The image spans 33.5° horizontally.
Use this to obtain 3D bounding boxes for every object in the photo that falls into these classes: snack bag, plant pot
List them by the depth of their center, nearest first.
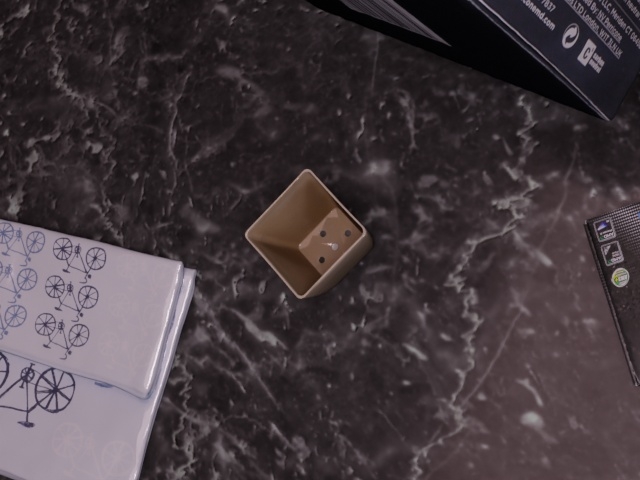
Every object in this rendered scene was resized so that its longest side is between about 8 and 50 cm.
[{"bbox_3d":[0.000,0.000,1.235,0.109,0.096,0.109,-46,66,9],"label":"plant pot"},{"bbox_3d":[-0.342,0.163,1.384,0.323,0.037,0.342,13,86,24],"label":"snack bag"}]

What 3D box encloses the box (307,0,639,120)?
[{"bbox_3d":[0.167,-0.445,1.077,0.480,0.297,0.472,33,96,42],"label":"box"}]

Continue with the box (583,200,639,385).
[{"bbox_3d":[0.388,0.037,1.087,0.191,0.045,0.184,-20,71,24],"label":"box"}]
